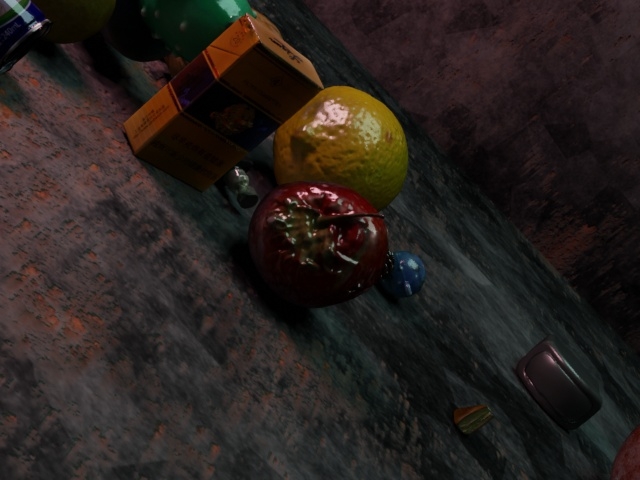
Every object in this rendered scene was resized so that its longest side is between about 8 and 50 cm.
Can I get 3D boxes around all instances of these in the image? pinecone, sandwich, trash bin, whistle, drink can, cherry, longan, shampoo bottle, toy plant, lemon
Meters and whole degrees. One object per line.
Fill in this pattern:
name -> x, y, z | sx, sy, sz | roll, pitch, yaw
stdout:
pinecone -> 0.088, 0.034, 2.071 | 0.083, 0.077, 0.077 | -23, 69, -49
sandwich -> 0.229, 0.279, 1.913 | 0.031, 0.044, 0.083 | 50, -29, -7
trash bin -> 0.491, 0.284, 2.529 | 0.177, 0.101, 0.236 | 47, 12, 6
whistle -> 0.138, 0.050, 2.162 | 0.090, 0.090, 0.158 | 40, 17, -28
drink can -> -0.432, -0.309, 1.460 | 0.235, 0.097, 0.097 | 46, 15, -6
cherry -> 0.000, 0.000, 1.714 | 0.250, 0.192, 0.175 | -66, 148, -81
longan -> -0.346, -0.345, 1.654 | 0.154, 0.176, 0.145 | 18, 52, -33
shampoo bottle -> -0.152, -0.131, 1.860 | 0.063, 0.057, 0.208 | 26, 25, -56
toy plant -> -0.225, -0.351, 1.792 | 0.185, 0.279, 0.400 | -16, 38, -39
lemon -> 0.032, -0.141, 2.064 | 0.228, 0.228, 0.253 | 52, 0, 17

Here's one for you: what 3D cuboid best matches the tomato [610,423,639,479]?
tomato -> 0.690, 0.456, 2.272 | 0.317, 0.282, 0.317 | 45, 11, -11

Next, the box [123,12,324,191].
box -> -0.131, -0.183, 1.691 | 0.152, 0.237, 0.070 | 29, 25, -49

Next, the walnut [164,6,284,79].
walnut -> -0.157, -0.298, 2.043 | 0.213, 0.213, 0.213 | 43, 15, -15
